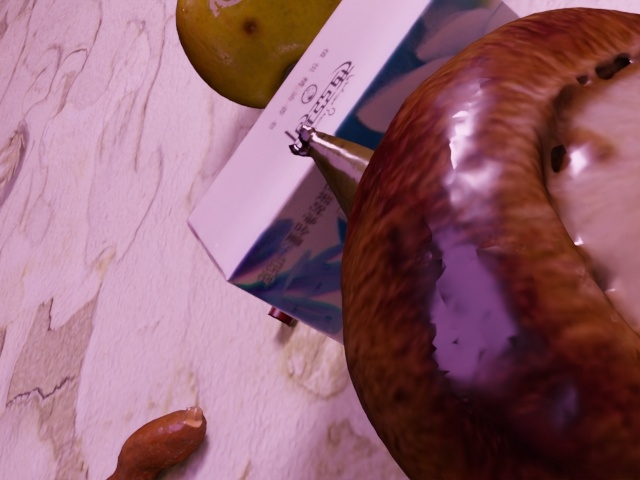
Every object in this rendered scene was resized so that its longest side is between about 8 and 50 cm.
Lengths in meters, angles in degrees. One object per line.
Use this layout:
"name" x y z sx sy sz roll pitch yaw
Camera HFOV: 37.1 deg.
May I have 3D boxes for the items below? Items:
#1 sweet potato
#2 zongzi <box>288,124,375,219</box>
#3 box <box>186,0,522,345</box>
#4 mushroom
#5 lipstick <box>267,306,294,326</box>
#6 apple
"sweet potato" -0.178 0.221 0.958 0.195 0.056 0.056 -45 37 26
"zongzi" 0.070 0.063 0.607 0.115 0.256 0.228 126 164 -79
"box" 0.064 -0.056 0.734 0.274 0.203 0.116 -53 34 7
"mushroom" 0.190 0.019 0.429 0.259 0.345 0.345 -46 34 43
"lipstick" 0.001 0.000 0.928 0.027 0.027 0.176 16 75 54
"apple" -0.061 -0.236 1.048 0.196 0.196 0.157 -39 68 26
